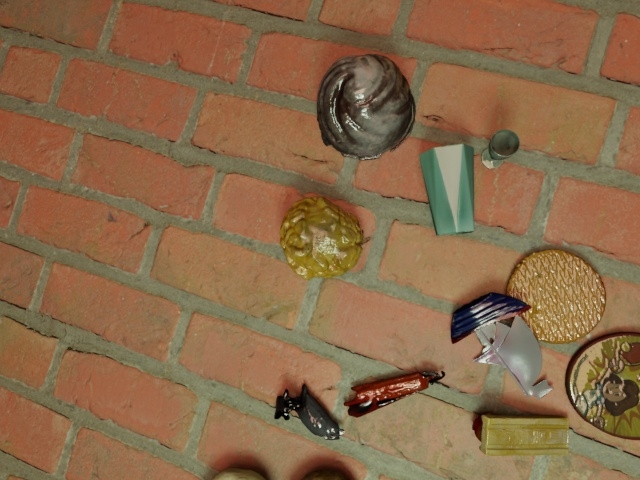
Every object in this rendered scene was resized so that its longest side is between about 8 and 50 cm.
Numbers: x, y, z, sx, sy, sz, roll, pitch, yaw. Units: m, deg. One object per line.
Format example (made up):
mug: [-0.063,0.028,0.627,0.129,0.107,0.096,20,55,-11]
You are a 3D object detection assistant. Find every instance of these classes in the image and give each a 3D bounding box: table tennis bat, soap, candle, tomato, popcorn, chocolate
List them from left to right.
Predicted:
popcorn: [0.000,0.000,1.226,0.249,0.190,0.251,-1,77,2]
chocolate: [0.120,-0.396,1.217,0.302,0.213,0.304,-1,84,11]
candle: [0.206,0.423,1.212,0.301,0.059,0.084,-21,94,11]
tomato: [0.446,0.498,1.147,0.075,0.087,0.087,28,91,42]
soap: [0.525,0.495,1.102,0.251,0.037,0.092,6,86,-14]
table tennis bat: [0.848,0.362,1.096,0.414,0.051,0.269,-10,84,13]

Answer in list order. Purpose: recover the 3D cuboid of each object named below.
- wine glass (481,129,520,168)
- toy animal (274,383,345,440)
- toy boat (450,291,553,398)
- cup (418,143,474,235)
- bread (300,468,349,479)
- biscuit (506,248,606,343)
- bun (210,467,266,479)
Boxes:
wine glass: [0.481,-0.240,1.159,0.073,0.155,0.074,-1,86,12]
toy animal: [-0.024,0.497,1.253,0.209,0.121,0.117,27,46,-4]
toy boat: [0.505,0.268,1.146,0.318,0.072,0.219,35,112,13]
cup: [0.359,-0.133,1.197,0.134,0.148,0.236,-6,89,43]
bread: [0.015,0.747,1.191,0.229,0.123,0.230,0,91,12]
biscuit: [0.629,0.150,1.160,0.253,0.035,0.254,-1,84,12]
bun: [-0.230,0.775,1.216,0.259,0.160,0.260,-13,62,25]
